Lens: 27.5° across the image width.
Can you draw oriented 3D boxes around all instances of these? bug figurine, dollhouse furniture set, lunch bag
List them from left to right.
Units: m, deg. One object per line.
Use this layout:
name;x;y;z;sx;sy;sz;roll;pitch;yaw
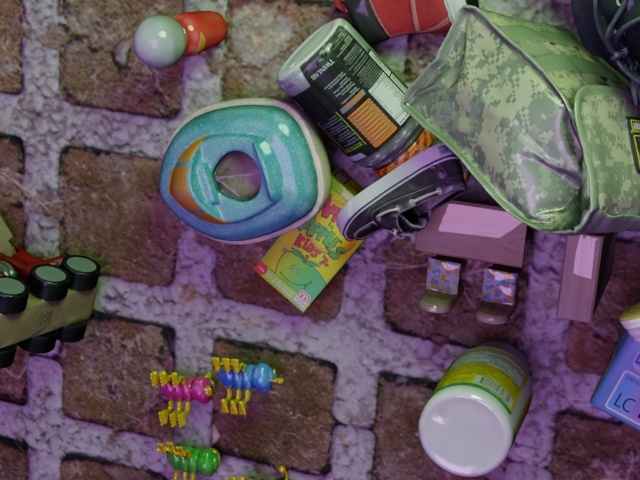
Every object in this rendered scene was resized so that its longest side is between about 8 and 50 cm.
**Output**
bug figurine;-0.139;0.274;1.879;0.216;0.072;0.278;6;114;25
dollhouse furniture set;0.231;0.003;1.604;0.242;0.161;0.212;9;110;17
lunch bag;0.274;-0.116;1.455;0.287;0.235;0.169;50;120;29

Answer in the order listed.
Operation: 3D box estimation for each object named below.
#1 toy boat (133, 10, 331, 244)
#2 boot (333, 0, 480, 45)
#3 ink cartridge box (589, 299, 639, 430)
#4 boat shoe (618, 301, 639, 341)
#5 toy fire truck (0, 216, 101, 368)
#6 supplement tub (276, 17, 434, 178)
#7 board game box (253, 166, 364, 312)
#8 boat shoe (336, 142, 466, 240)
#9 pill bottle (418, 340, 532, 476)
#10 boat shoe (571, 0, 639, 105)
toy boat;-0.138;-0.144;1.687;0.268;0.148;0.318;-16;97;37
boot;0.082;-0.362;1.584;0.176;0.088;0.244;-6;108;23
ink cartridge box;0.528;0.074;1.529;0.270;0.151;0.395;27;113;10
boat shoe;0.468;0.088;1.418;0.277;0.098;0.096;-12;101;22
toy fire truck;-0.463;0.038;1.854;0.246;0.217;0.158;29;116;25
supplement tub;0.047;-0.172;1.627;0.117;0.117;0.190;-36;108;26
board game box;0.000;0.000;1.754;0.092;0.043;0.181;41;116;4
boat shoe;0.096;-0.040;1.603;0.219;0.078;0.070;-38;68;49
pill bottle;0.203;0.203;1.653;0.118;0.208;0.117;6;109;18
boat shoe;0.346;-0.233;1.345;0.156;0.500;0.186;-26;141;1
